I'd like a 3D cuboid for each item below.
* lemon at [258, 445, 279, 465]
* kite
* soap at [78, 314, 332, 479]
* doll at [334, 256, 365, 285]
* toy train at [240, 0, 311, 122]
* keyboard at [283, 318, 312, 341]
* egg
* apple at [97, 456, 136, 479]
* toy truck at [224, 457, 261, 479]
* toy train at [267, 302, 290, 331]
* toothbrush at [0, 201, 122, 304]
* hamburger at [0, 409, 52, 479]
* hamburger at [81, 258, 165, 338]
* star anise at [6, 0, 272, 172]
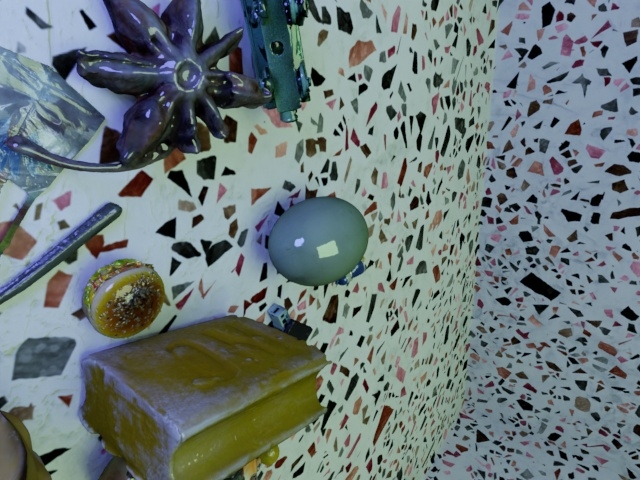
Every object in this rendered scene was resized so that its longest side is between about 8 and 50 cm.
[{"bbox_3d":[-0.140,0.566,1.106,0.062,0.062,0.083,-48,136,-32],"label":"lemon"},{"bbox_3d":[-0.421,-0.094,0.527,0.169,0.015,0.310,41,66,-52],"label":"kite"},{"bbox_3d":[-0.193,0.260,0.729,0.335,0.293,0.156,-7,109,-51],"label":"soap"},{"bbox_3d":[0.089,0.095,1.250,0.143,0.057,0.099,-35,149,-40],"label":"doll"},{"bbox_3d":[-0.073,-0.361,0.764,0.154,0.115,0.270,-105,-176,-60],"label":"toy train"},{"bbox_3d":[-0.125,0.343,1.039,0.101,0.018,0.310,35,83,-49],"label":"keyboard"},{"bbox_3d":[0.000,0.000,0.967,0.282,0.202,0.203,-20,118,-52],"label":"egg"},{"bbox_3d":[-0.314,0.439,0.780,0.193,0.119,0.265,-58,153,-45],"label":"apple"},{"bbox_3d":[-0.195,0.462,0.856,0.135,0.114,0.271,-54,147,-61],"label":"toy truck"},{"bbox_3d":[-0.083,0.249,1.083,0.047,0.043,0.208,-45,135,-30],"label":"toy train"},{"bbox_3d":[-0.402,0.044,0.591,0.297,0.030,0.030,-52,164,-31],"label":"toothbrush"},{"bbox_3d":[-0.444,0.339,0.457,0.276,0.276,0.237,-36,148,-41],"label":"hamburger"},{"bbox_3d":[-0.318,0.092,0.675,0.126,0.081,0.141,-20,119,-49],"label":"hamburger"},{"bbox_3d":[-0.245,-0.249,0.630,0.359,0.139,0.316,3,92,-38],"label":"star anise"}]
